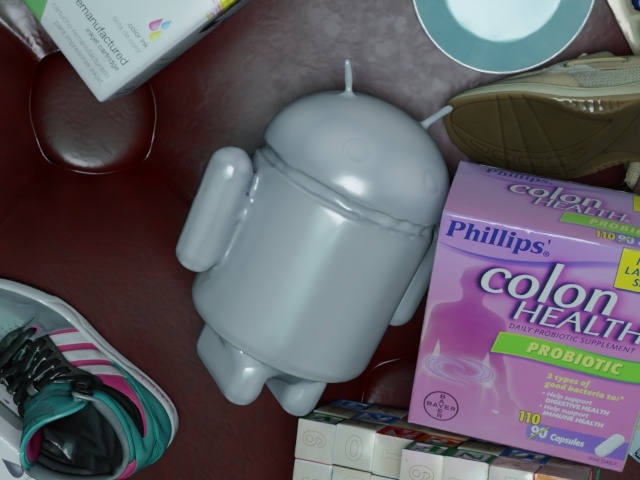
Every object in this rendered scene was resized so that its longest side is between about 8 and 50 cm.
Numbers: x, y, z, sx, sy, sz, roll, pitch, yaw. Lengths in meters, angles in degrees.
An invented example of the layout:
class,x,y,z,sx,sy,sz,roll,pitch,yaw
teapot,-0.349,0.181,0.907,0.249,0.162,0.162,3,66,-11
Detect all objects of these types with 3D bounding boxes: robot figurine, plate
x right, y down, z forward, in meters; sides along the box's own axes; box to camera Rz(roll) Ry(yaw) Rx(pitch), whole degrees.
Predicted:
class,x,y,z,sx,sy,sz,roll,pitch,yaw
robot figurine,0.000,0.000,1.104,0.300,0.200,0.353,16,107,-37
plate,0.186,-0.264,1.117,0.188,0.024,0.188,1,102,6

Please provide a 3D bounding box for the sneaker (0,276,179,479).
class,x,y,z,sx,sy,sz,roll,pitch,yaw
sneaker,-0.298,0.162,1.181,0.295,0.178,0.124,36,104,-3

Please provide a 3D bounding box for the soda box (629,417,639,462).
class,x,y,z,sx,sy,sz,roll,pitch,yaw
soda box,0.379,0.148,1.174,0.063,0.058,0.183,40,104,-4

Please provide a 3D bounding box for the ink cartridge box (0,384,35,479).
class,x,y,z,sx,sy,sz,roll,pitch,yaw
ink cartridge box,-0.410,0.256,1.246,0.273,0.115,0.198,42,103,-5

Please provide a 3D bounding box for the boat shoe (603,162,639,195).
class,x,y,z,sx,sy,sz,roll,pitch,yaw
boat shoe,0.341,-0.042,1.107,0.342,0.123,0.123,-19,102,16

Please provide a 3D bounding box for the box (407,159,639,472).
class,x,y,z,sx,sy,sz,roll,pitch,yaw
box,0.211,0.072,1.049,0.213,0.117,0.243,12,119,10

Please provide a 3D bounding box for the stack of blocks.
class,x,y,z,sx,sy,sz,roll,pitch,yaw
stack of blocks,0.124,0.241,1.119,0.297,0.171,0.087,8,93,21

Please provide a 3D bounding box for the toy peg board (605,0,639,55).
class,x,y,z,sx,sy,sz,roll,pitch,yaw
toy peg board,0.390,-0.216,1.080,0.160,0.079,0.161,-28,98,11

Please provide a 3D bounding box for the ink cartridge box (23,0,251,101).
class,x,y,z,sx,sy,sz,roll,pitch,yaw
ink cartridge box,-0.159,-0.303,1.093,0.278,0.117,0.201,-35,97,11

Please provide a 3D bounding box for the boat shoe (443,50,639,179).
class,x,y,z,sx,sy,sz,roll,pitch,yaw
boat shoe,0.272,-0.134,1.088,0.302,0.098,0.109,-2,130,31
